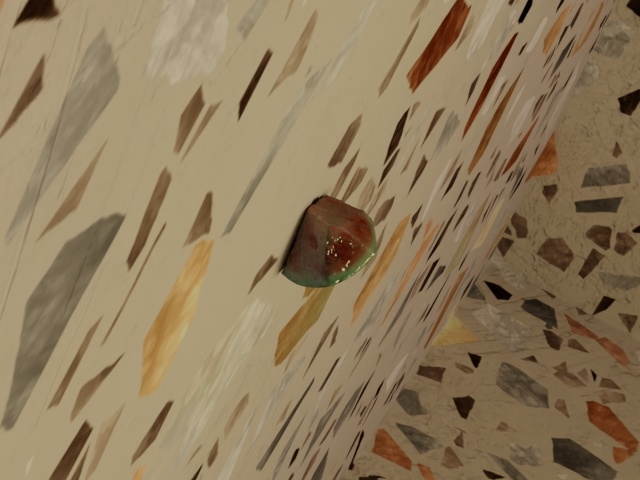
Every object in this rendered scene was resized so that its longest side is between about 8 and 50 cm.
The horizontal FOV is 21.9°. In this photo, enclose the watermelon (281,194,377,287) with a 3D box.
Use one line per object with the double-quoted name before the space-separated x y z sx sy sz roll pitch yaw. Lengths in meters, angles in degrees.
"watermelon" 0.001 0.001 1.493 0.092 0.072 0.084 -24 -171 9
